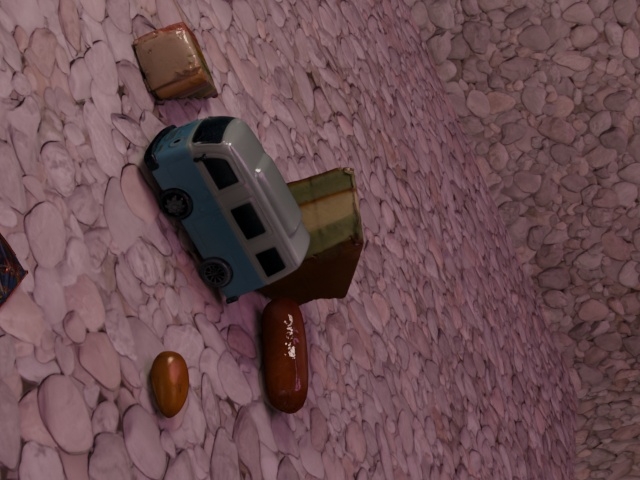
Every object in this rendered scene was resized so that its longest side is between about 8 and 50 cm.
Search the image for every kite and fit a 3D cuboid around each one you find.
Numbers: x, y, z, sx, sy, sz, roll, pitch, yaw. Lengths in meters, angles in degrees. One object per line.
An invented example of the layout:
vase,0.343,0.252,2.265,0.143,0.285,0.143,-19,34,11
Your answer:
kite,-0.382,0.023,1.298,0.159,0.010,0.190,27,45,-59

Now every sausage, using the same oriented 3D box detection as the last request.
sausage,-0.057,0.185,1.878,0.076,0.076,0.197,44,34,-49

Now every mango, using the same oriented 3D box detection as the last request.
mango,-0.201,0.192,1.552,0.060,0.046,0.089,30,57,-57

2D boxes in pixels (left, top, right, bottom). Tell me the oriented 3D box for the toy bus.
toy bus,-0.134,-0.061,1.778,0.271,0.165,0.133,61,22,-22

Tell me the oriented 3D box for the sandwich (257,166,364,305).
sandwich,0.000,0.001,1.971,0.198,0.227,0.155,36,40,-56

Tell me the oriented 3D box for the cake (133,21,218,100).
cake,-0.211,-0.295,1.918,0.109,0.090,0.225,66,20,1
